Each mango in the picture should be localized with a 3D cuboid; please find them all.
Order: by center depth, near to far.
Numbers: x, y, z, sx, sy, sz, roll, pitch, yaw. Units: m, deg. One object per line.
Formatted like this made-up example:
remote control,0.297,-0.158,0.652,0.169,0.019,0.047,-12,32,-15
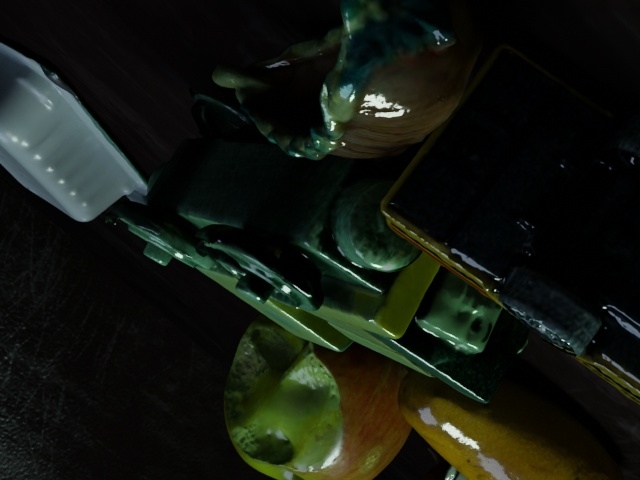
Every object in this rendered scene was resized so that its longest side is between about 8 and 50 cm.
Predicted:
mango,0.198,0.207,1.120,0.295,0.120,0.177,44,173,-18

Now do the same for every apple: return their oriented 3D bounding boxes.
apple,-0.006,0.200,1.387,0.246,0.226,0.246,33,165,10

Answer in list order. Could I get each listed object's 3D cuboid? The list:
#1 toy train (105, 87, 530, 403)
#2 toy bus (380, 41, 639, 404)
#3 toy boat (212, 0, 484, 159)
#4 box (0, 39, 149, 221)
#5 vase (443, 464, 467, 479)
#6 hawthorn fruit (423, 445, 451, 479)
toy train,0.000,0.000,0.868,0.253,0.160,0.397,36,169,-26
toy bus,0.196,0.043,0.564,0.336,0.121,0.123,36,175,7
toy boat,0.012,-0.093,0.611,0.099,0.108,0.293,27,173,-15
box,-0.381,-0.138,1.479,0.264,0.106,0.336,28,165,33
vase,0.299,0.362,1.312,0.321,0.173,0.173,35,168,38
hawthorn fruit,0.227,0.405,1.569,0.262,0.210,0.210,51,170,13
